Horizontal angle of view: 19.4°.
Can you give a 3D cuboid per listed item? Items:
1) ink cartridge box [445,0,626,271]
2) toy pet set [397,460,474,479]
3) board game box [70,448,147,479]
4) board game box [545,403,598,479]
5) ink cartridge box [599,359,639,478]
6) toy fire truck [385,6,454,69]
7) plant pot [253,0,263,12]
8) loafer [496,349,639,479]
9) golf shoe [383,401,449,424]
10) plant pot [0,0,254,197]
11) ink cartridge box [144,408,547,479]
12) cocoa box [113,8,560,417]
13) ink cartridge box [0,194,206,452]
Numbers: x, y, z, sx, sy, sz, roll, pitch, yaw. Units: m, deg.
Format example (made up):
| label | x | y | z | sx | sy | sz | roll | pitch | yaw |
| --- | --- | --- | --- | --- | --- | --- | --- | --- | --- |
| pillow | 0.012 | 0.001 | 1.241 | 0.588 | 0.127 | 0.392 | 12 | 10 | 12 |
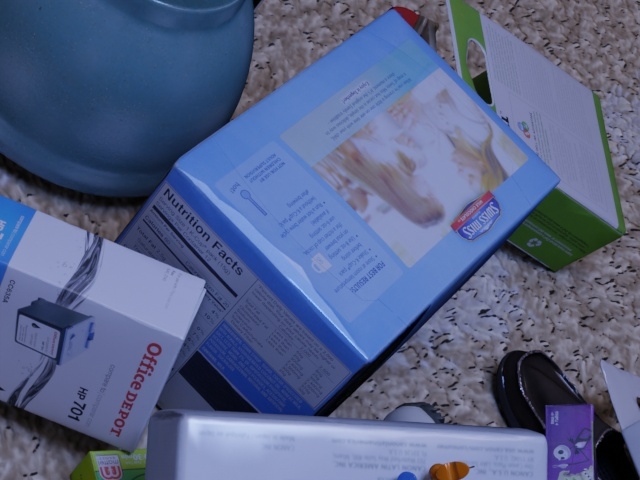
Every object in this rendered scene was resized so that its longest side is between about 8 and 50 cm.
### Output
| label | x | y | z | sx | sy | sz | roll | pitch | yaw |
| --- | --- | --- | --- | --- | --- | --- | --- | --- | --- |
| ink cartridge box | 0.185 | -0.110 | 1.891 | 0.255 | 0.097 | 0.189 | 29 | 42 | -38 |
| toy pet set | 0.132 | 0.221 | 1.423 | 0.065 | 0.114 | 0.122 | -3 | 79 | -74 |
| board game box | -0.129 | 0.254 | 1.484 | 0.092 | 0.043 | 0.181 | 1 | 56 | -34 |
| board game box | 0.212 | 0.335 | 1.550 | 0.056 | 0.208 | 0.347 | 1 | 49 | 6 |
| ink cartridge box | 0.405 | 0.257 | 1.745 | 0.207 | 0.119 | 0.353 | 23 | 41 | -53 |
| toy fire truck | 0.087 | -0.183 | 1.905 | 0.047 | 0.135 | 0.192 | 26 | 46 | -16 |
| plant pot | -0.099 | -0.266 | 1.872 | 0.109 | 0.109 | 0.096 | 40 | 32 | -1 |
| loafer | 0.251 | 0.187 | 1.770 | 0.080 | 0.078 | 0.220 | -21 | 71 | -43 |
| golf shoe | 0.051 | 0.243 | 1.576 | 0.120 | 0.105 | 0.273 | 18 | 48 | -15 |
| plant pot | -0.176 | -0.212 | 1.675 | 0.293 | 0.196 | 0.293 | 19 | 48 | -22 |
| ink cartridge box | 0.015 | 0.329 | 1.434 | 0.308 | 0.091 | 0.385 | 6 | 84 | -21 |
| cocoa box | 0.000 | 0.000 | 1.637 | 0.231 | 0.228 | 0.347 | 46 | 44 | 4 |
| ink cartridge box | -0.205 | 0.065 | 1.482 | 0.190 | 0.140 | 0.082 | 23 | 36 | -3 |
